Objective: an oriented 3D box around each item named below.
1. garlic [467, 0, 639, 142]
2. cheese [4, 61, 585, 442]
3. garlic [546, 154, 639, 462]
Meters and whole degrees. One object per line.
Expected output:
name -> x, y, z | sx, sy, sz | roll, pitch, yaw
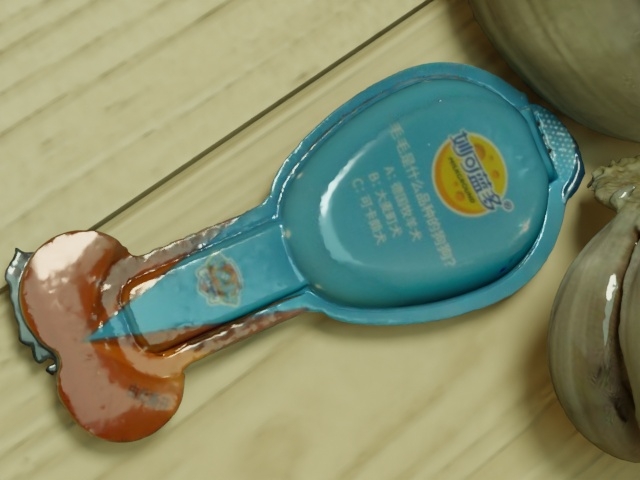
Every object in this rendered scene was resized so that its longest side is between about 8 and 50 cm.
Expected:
garlic -> 0.141, -0.106, 0.650 | 0.198, 0.090, 0.129 | 42, 59, -18
cheese -> 0.000, 0.000, 0.614 | 0.256, 0.037, 0.106 | -23, 91, -19
garlic -> 0.162, 0.063, 0.633 | 0.131, 0.127, 0.194 | -2, 115, 9
